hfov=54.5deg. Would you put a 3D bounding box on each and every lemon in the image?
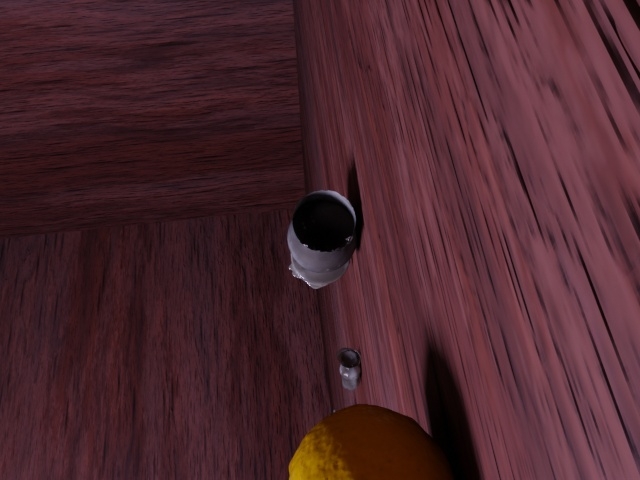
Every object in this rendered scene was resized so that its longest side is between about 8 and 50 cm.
[{"bbox_3d":[0.035,0.172,0.410,0.155,0.114,0.114,-132,36,-79],"label":"lemon"}]

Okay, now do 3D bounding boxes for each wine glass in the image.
[{"bbox_3d":[0.048,0.216,1.040,0.083,0.042,0.039,84,-152,-49],"label":"wine glass"},{"bbox_3d":[0.000,0.000,0.879,0.222,0.103,0.103,92,171,-76],"label":"wine glass"}]

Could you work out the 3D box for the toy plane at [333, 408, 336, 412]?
[{"bbox_3d":[0.050,0.464,1.228,0.192,0.088,0.262,-89,-15,-63],"label":"toy plane"}]
